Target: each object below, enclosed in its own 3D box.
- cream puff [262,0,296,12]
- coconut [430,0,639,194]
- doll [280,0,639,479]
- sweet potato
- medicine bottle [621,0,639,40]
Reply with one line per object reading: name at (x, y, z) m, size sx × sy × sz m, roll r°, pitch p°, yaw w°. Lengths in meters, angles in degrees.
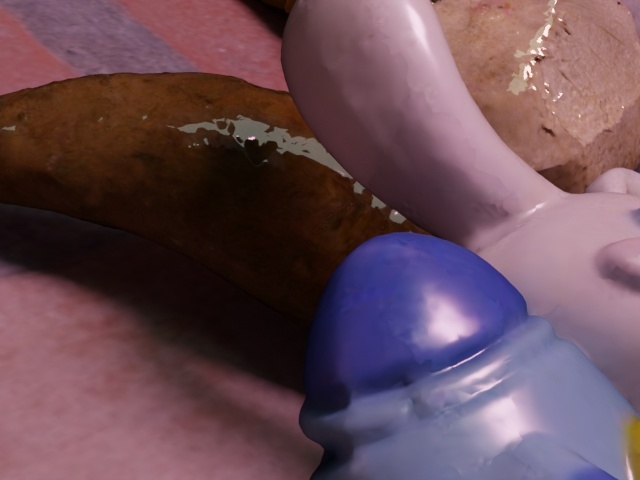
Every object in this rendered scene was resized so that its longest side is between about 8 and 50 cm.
cream puff at (0.006, -0.218, 0.969) m, size 0.156 × 0.121 × 0.156 m, roll -16°, pitch 42°, yaw 15°
coconut at (0.108, -0.072, 0.769) m, size 0.194 × 0.194 × 0.194 m, roll 18°, pitch 32°, yaw -12°
doll at (0.112, 0.094, 0.463) m, size 0.376 × 0.187 × 0.365 m, roll 22°, pitch 46°, yaw 0°
sweet potato at (0.000, -0.006, 0.637) m, size 0.422 × 0.130 × 0.130 m, roll 18°, pitch 32°, yaw -11°
medicine bottle at (0.165, -0.186, 0.911) m, size 0.273 × 0.165 × 0.165 m, roll 27°, pitch 25°, yaw -39°
